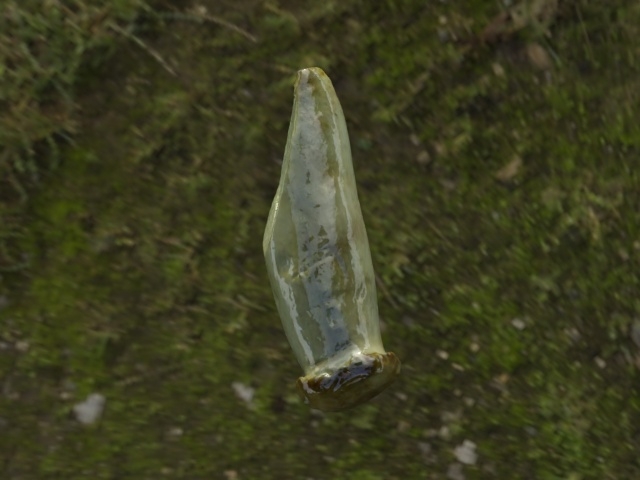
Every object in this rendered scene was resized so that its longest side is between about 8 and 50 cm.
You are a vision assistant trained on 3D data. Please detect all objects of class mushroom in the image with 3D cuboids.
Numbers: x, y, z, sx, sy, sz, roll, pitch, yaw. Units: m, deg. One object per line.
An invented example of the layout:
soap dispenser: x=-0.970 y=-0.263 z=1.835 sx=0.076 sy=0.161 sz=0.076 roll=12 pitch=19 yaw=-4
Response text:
mushroom: x=-0.004 y=0.001 z=1.625 sx=0.107 sy=0.087 sz=0.333 roll=-13 pitch=85 yaw=-1
